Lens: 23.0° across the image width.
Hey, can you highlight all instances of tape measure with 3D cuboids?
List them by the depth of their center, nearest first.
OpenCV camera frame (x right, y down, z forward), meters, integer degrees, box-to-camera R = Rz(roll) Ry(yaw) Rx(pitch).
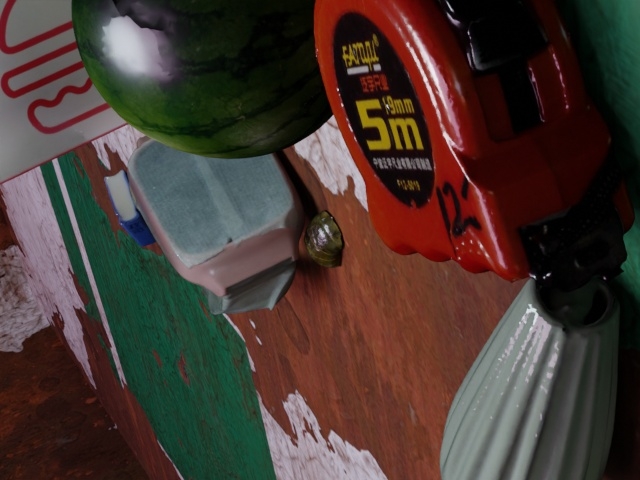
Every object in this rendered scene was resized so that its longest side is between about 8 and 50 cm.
[{"bbox_3d":[0.095,-0.099,1.084,0.253,0.114,0.260,11,121,70],"label":"tape measure"}]

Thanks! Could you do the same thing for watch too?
[{"bbox_3d":[-0.119,-0.022,1.767,0.241,0.162,0.253,86,159,-62],"label":"watch"}]

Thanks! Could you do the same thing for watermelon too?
[{"bbox_3d":[-0.077,-0.182,1.262,0.242,0.242,0.242,54,160,30],"label":"watermelon"}]

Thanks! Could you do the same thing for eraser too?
[{"bbox_3d":[-0.210,-0.035,1.758,0.084,0.027,0.063,61,-174,-69],"label":"eraser"}]

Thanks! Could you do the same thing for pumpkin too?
[{"bbox_3d":[-0.001,0.001,1.646,0.050,0.028,0.083,59,158,24],"label":"pumpkin"}]

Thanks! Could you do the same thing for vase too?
[{"bbox_3d":[0.164,0.122,1.179,0.128,0.128,0.248,53,150,35],"label":"vase"}]

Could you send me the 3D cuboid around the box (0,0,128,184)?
[{"bbox_3d":[-0.337,-0.284,1.759,0.314,0.312,0.300,37,151,55],"label":"box"}]
